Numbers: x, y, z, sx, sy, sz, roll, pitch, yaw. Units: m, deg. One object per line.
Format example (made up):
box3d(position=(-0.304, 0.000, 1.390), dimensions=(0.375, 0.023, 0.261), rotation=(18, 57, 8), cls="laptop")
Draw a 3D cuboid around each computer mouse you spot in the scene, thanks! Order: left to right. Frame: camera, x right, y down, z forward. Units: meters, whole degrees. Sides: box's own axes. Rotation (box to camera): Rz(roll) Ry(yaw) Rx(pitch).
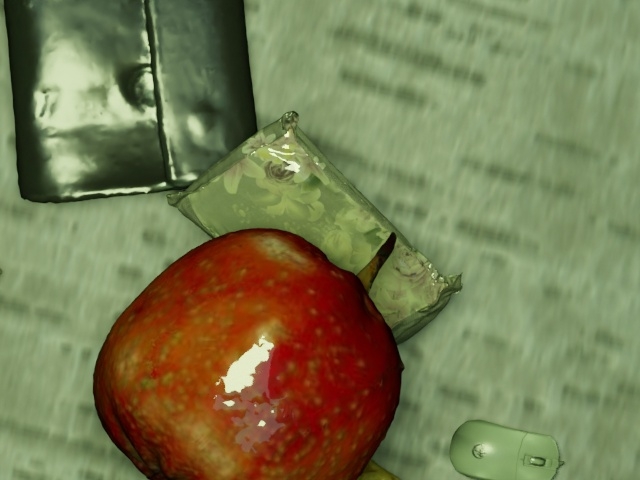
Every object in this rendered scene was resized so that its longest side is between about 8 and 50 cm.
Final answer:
box3d(position=(0.178, 0.203, 1.650), dimensions=(0.110, 0.032, 0.056), rotation=(10, 89, -3), cls="computer mouse")

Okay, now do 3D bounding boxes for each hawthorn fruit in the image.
box3d(position=(-0.039, 0.100, 1.514), dimensions=(0.254, 0.254, 0.300), rotation=(44, 73, -2), cls="hawthorn fruit")

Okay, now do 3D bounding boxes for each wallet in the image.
box3d(position=(-0.186, -0.244, 1.621), dimensions=(0.228, 0.062, 0.406), rotation=(-6, 90, -4), cls="wallet")

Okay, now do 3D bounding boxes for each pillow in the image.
box3d(position=(0.000, 0.000, 1.597), dimensions=(0.169, 0.059, 0.255), rotation=(-36, 109, 25), cls="pillow")

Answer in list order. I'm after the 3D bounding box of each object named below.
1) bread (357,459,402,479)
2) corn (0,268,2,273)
box3d(position=(0.108, 0.295, 1.621), dimensions=(0.367, 0.084, 0.077), rotation=(33, 43, 0), cls="bread")
box3d(position=(-0.442, 0.067, 1.581), dimensions=(0.305, 0.106, 0.106), rotation=(-19, 90, -3), cls="corn")
